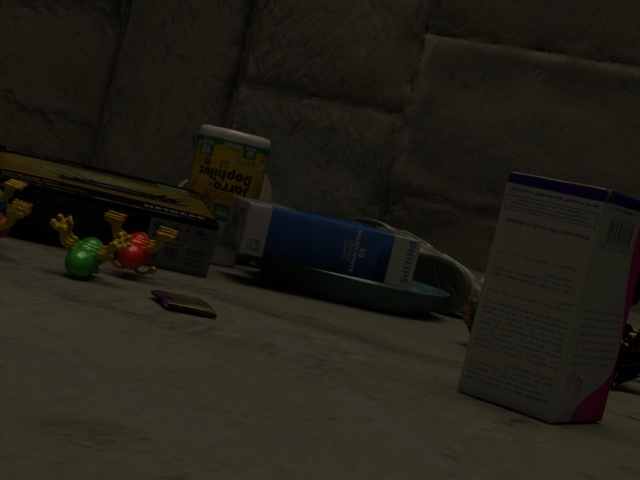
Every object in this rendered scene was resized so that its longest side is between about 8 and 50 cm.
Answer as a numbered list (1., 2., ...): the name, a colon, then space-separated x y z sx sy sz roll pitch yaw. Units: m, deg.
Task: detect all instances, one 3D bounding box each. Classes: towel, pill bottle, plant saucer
1. towel: -0.146 0.067 1.312 0.060 0.009 0.083 13 4 -21
2. pill bottle: -0.155 -0.070 1.938 0.118 0.208 0.117 14 2 -1
3. plant saucer: 0.041 0.065 1.904 0.318 0.043 0.317 14 4 -1

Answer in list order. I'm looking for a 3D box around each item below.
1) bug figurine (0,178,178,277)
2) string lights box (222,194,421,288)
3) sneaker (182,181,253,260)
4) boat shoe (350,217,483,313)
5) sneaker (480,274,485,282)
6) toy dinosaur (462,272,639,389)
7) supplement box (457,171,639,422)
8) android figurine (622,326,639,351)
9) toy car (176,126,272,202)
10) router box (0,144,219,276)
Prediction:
1. bug figurine: -0.316 -0.011 1.433 0.279 0.072 0.216 18 9 0
2. string lights box: 0.000 0.000 1.790 0.260 0.076 0.133 13 4 -16
3. sneaker: -0.160 -0.023 2.143 0.121 0.108 0.302 13 11 -31
4. boat shoe: 0.152 0.049 2.103 0.320 0.118 0.103 22 2 44
5. sneaker: 0.304 0.089 2.166 0.090 0.095 0.235 16 5 17
6. toy dinosaur: 0.357 0.109 1.623 0.322 0.164 0.218 -11 -5 -22
7. supplement box: 0.228 0.056 1.186 0.114 0.220 0.111 14 2 38
8. android figurine: 0.384 0.143 1.855 0.273 0.056 0.248 11 3 -30
9. toy car: -0.240 -0.084 2.495 0.238 0.219 0.210 -18 -12 28
10. router box: -0.315 -0.045 1.739 0.309 0.081 0.243 13 10 -17
